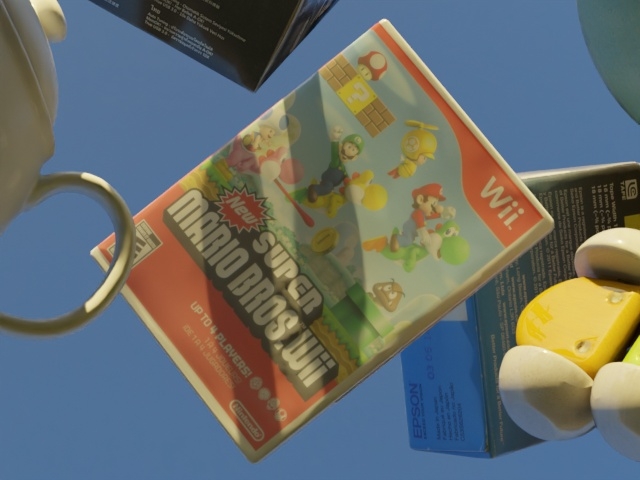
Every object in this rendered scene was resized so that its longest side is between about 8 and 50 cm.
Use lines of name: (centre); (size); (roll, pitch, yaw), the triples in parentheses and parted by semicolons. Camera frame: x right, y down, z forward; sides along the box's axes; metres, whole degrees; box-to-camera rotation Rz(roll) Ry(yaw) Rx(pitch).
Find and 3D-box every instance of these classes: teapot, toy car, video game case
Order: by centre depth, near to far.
teapot: (-0.236, -0.093, 0.956); (0.187, 0.252, 0.256); (-25, -46, -17)
toy car: (0.219, 0.086, 1.049); (0.159, 0.182, 0.136); (-50, -55, -26)
video game case: (0.000, 0.000, 1.193); (0.285, 0.025, 0.204); (-39, -100, -1)

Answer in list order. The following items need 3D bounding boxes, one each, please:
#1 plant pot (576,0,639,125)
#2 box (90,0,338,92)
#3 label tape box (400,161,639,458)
plant pot: (0.347, -0.194, 1.130); (0.290, 0.195, 0.290); (0, -88, -7)
box: (-0.115, -0.217, 0.829); (0.307, 0.242, 0.076); (30, -60, 3)
label tape box: (0.218, 0.054, 1.518); (0.333, 0.106, 0.241); (-8, -86, -44)
